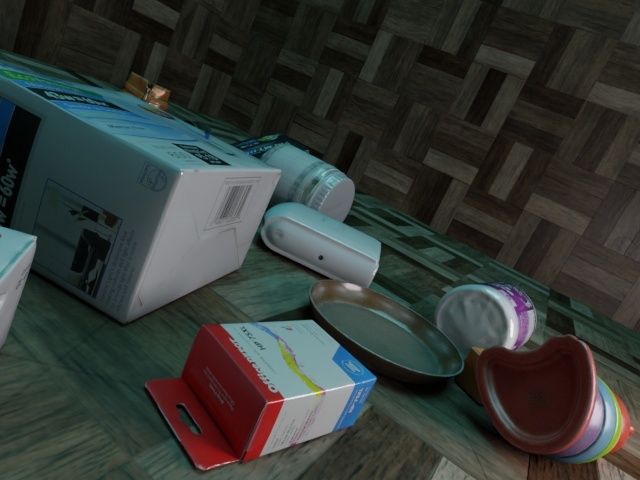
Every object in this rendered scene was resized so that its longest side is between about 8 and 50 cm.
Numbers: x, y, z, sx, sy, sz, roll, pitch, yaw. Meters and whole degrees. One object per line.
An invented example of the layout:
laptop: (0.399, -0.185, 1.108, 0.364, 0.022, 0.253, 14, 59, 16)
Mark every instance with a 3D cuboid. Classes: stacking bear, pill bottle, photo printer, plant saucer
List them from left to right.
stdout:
photo printer: (0.000, 0.000, 1.192, 0.308, 0.107, 0.256, 26, 14, 4)
plant saucer: (0.113, 0.170, 0.871, 0.311, 0.050, 0.310, 23, 13, -6)
pill bottle: (0.390, 0.178, 1.065, 0.169, 0.169, 0.302, 33, 16, 32)
stacking bear: (0.411, 0.278, 0.764, 0.289, 0.176, 0.164, 27, 54, -36)

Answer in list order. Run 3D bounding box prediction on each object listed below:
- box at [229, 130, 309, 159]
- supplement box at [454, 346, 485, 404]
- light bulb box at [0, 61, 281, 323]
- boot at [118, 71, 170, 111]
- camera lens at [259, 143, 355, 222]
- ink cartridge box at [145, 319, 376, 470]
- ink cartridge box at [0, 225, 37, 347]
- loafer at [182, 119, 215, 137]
box: (-0.231, -0.322, 1.790, 0.296, 0.073, 0.293, -19, 31, -18)
supplement box: (0.369, 0.266, 0.890, 0.234, 0.078, 0.080, 15, 17, -33)
light bulb box: (-0.313, -0.091, 0.750, 0.361, 0.225, 0.358, 28, 14, 9)
boot: (-0.632, -0.428, 1.474, 0.284, 0.220, 0.109, 19, 15, -21)
camera lens: (-0.062, -0.157, 1.438, 0.274, 0.219, 0.219, 31, 15, 25)
ink cartridge box: (-0.061, 0.162, 0.538, 0.231, 0.077, 0.134, 8, 21, -49)
ink cartridge box: (-0.400, 0.038, 0.311, 0.307, 0.131, 0.226, 21, 13, -21)
loafer: (-0.464, -0.364, 1.708, 0.130, 0.133, 0.366, 12, 18, -43)
